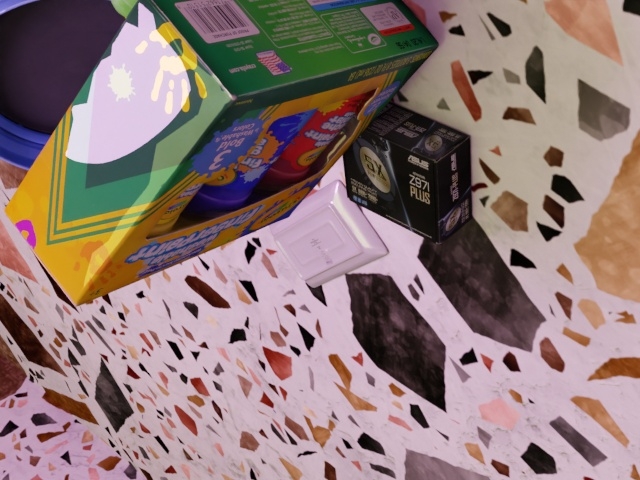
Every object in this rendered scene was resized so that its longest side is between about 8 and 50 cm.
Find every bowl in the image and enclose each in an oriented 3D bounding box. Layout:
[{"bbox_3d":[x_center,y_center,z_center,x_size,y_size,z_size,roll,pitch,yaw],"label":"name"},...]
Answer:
[{"bbox_3d":[-0.387,-0.261,1.837,0.391,0.391,0.077,99,163,-50],"label":"bowl"}]

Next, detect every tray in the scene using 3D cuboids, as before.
[{"bbox_3d":[0.000,0.000,1.939,0.145,0.030,0.270,55,149,-4],"label":"tray"}]

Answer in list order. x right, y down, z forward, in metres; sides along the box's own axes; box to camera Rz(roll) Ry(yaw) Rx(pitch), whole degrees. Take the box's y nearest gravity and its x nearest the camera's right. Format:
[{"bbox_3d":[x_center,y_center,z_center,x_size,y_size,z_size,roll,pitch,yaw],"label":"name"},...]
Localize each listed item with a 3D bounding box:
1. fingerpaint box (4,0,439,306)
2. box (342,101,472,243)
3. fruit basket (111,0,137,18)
[{"bbox_3d":[-0.110,-0.140,1.429,0.163,0.445,0.371,51,126,11],"label":"fingerpaint box"},{"bbox_3d":[0.120,-0.101,1.627,0.180,0.077,0.147,29,141,35],"label":"box"},{"bbox_3d":[-0.157,-0.399,1.416,0.283,0.392,0.392,41,147,24],"label":"fruit basket"}]
